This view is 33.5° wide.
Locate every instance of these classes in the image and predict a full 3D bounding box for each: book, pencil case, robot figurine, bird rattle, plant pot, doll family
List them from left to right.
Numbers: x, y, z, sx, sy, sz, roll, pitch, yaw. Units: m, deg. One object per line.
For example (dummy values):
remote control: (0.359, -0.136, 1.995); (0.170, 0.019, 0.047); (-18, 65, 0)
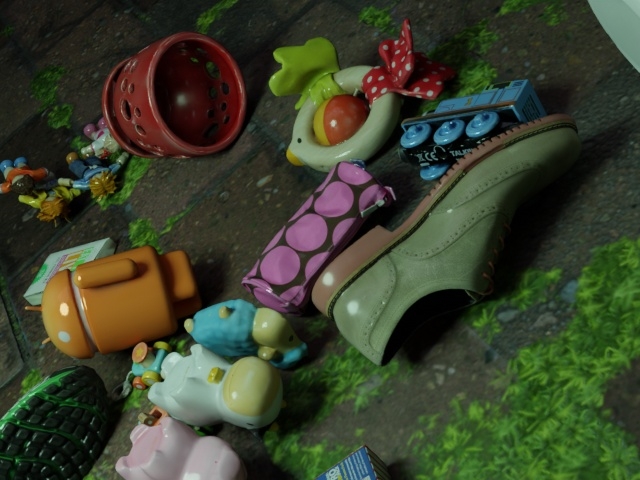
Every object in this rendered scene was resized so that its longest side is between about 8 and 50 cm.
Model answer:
book: (-0.393, 0.049, 1.677); (0.144, 0.035, 0.096); (-14, 40, 35)
doll family: (-0.417, -0.106, 1.815); (0.263, 0.118, 0.163); (-28, 27, -12)
robot figurine: (-0.271, 0.084, 1.406); (0.219, 0.128, 0.158); (-16, 7, -9)
plant pot: (-0.241, -0.221, 1.679); (0.174, 0.191, 0.191); (-4, 50, 45)
pencil case: (0.000, 0.000, 1.306); (0.098, 0.095, 0.209); (29, 76, 37)
bird rattle: (0.052, -0.183, 1.461); (0.253, 0.143, 0.207); (7, 68, 32)

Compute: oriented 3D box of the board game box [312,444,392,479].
board game box: (-0.005, 0.308, 1.018); (0.193, 0.045, 0.147); (-35, 36, 9)

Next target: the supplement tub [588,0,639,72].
supplement tub: (0.436, -0.300, 1.119); (0.272, 0.191, 0.191); (-38, 35, 5)

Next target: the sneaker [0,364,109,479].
sneaker: (-0.413, 0.286, 1.351); (0.343, 0.134, 0.146); (-46, 35, -5)

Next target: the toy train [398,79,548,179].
toy train: (0.180, -0.132, 1.287); (0.184, 0.080, 0.105); (-5, 40, 43)

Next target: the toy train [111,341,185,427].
toy train: (-0.218, 0.187, 1.347); (0.125, 0.046, 0.166); (-47, 36, -8)

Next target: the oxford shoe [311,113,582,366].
oxford shoe: (0.163, 0.003, 1.155); (0.348, 0.123, 0.130); (-39, 61, 1)

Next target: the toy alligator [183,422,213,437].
toy alligator: (-0.147, 0.205, 1.260); (0.051, 0.056, 0.190); (15, 55, 4)

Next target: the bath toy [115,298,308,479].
bath toy: (-0.129, 0.233, 1.142); (0.151, 0.129, 0.348); (-14, 41, 45)
